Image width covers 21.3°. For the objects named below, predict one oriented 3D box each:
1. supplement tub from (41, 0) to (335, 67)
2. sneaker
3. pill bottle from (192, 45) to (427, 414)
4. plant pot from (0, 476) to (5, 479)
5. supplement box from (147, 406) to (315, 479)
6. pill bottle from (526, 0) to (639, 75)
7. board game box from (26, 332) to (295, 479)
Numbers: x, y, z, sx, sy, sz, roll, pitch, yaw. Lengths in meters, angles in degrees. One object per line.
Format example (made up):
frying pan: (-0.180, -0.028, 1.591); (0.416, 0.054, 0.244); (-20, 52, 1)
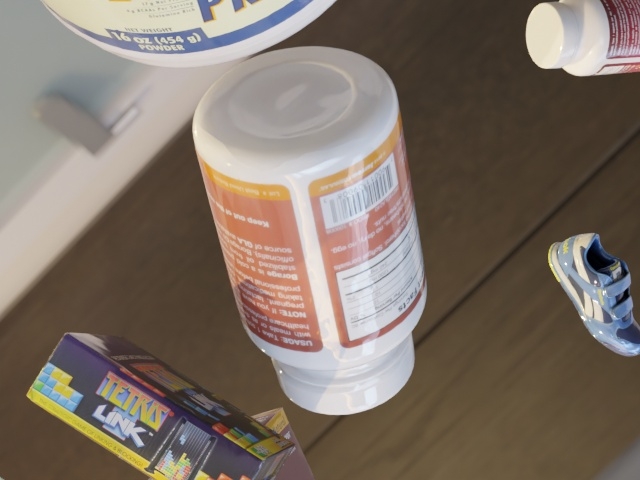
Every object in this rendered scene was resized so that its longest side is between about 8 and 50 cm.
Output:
supplement tub: (-0.103, -0.252, 0.855); (0.235, 0.235, 0.325); (50, 180, 24)
sneaker: (0.296, 0.055, 1.761); (0.144, 0.059, 0.053); (54, -140, -1)
pill bottle: (0.000, 0.000, 1.038); (0.121, 0.121, 0.216); (-123, 16, -48)
plant pot: (-0.311, 0.331, 1.360); (0.293, 0.293, 0.196); (50, 175, 24)
supplement box: (-0.094, 0.331, 1.980); (0.194, 0.129, 0.191); (66, -151, -10)
pill bottle: (0.286, -0.209, 1.698); (0.152, 0.086, 0.086); (-7, -140, -27)
board game box: (-0.093, 0.113, 1.061); (0.141, 0.048, 0.170); (33, 179, 6)
